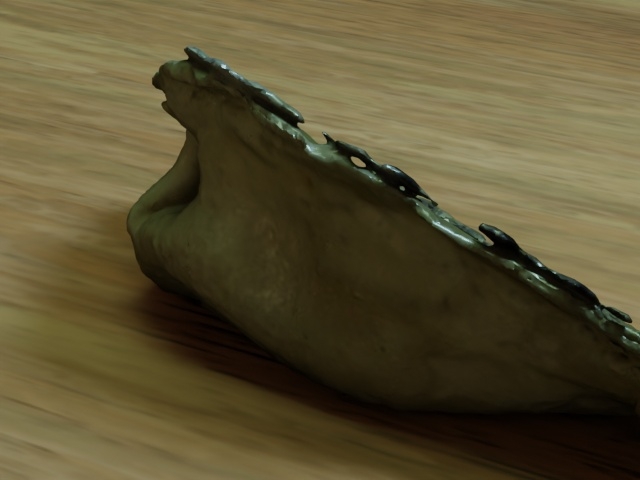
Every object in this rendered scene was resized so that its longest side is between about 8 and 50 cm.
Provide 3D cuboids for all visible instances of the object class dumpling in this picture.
[{"bbox_3d":[0.001,0.004,0.618,0.166,0.086,0.332,27,0,-40],"label":"dumpling"}]
